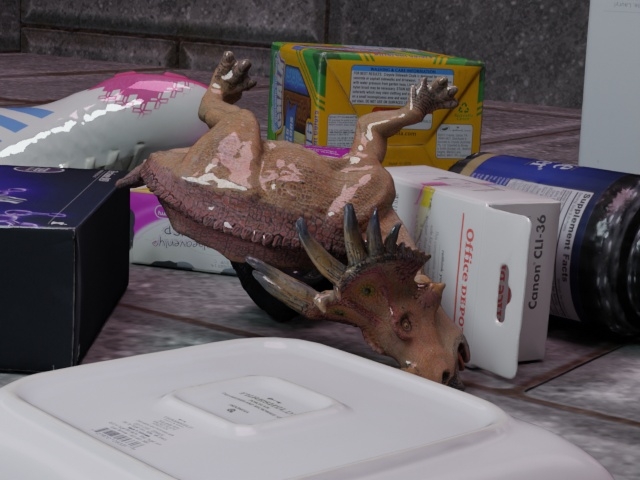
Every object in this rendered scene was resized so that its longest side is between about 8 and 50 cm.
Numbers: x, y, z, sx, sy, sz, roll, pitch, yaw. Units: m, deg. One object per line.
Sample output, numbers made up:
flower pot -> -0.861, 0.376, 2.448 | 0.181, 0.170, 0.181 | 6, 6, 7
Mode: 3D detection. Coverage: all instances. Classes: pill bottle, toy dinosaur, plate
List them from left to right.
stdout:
plate -> -0.035, 0.101, 0.727 | 0.278, 0.045, 0.277 | -7, 15, -40
toy dinosaur -> -0.029, -0.019, 0.935 | 0.295, 0.127, 0.200 | 13, 40, 17
pill bottle -> 0.197, 0.005, 1.075 | 0.219, 0.123, 0.123 | 12, 14, 40

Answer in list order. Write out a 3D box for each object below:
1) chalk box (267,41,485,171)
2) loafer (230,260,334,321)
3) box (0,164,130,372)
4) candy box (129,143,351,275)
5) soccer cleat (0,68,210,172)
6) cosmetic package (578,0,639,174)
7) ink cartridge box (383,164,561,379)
chalk box -> 0.043, -0.124, 1.558 | 0.180, 0.179, 0.289 | 0, 11, -16
loafer -> 0.000, 0.000, 1.133 | 0.078, 0.076, 0.223 | 45, 26, 11
box -> -0.241, 0.010, 1.011 | 0.184, 0.103, 0.261 | 5, 11, -1
candy box -> -0.054, -0.034, 1.301 | 0.159, 0.071, 0.233 | 6, 18, 18
soccer cleat -> -0.253, -0.072, 1.355 | 0.331, 0.116, 0.143 | -6, 47, 6
cosmetic package -> 0.327, -0.138, 1.166 | 0.156, 0.385, 0.217 | 12, 12, 36
ink cartridge box -> 0.102, 0.018, 1.003 | 0.067, 0.115, 0.198 | -3, 13, -31
